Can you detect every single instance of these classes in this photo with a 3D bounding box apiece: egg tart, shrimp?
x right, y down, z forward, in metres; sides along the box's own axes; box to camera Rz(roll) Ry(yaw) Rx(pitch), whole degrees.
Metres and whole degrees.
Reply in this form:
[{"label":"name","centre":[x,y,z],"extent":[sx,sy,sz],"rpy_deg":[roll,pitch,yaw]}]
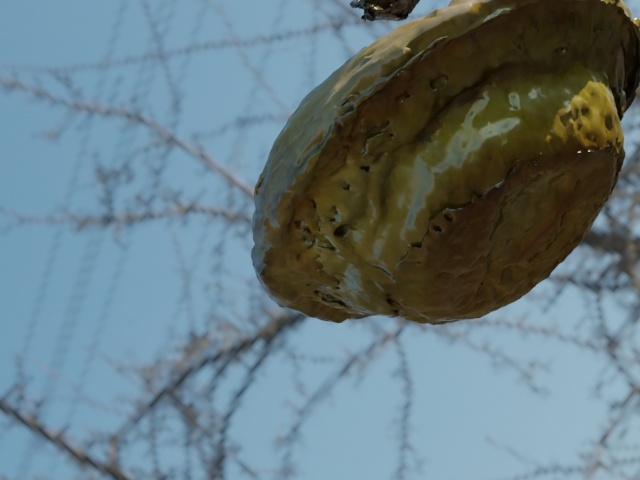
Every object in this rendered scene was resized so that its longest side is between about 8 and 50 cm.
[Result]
[{"label":"egg tart","centre":[0.143,-0.055,1.778],"extent":[0.443,0.178,0.443],"rpy_deg":[-27,-29,-16]},{"label":"shrimp","centre":[0.078,-0.272,2.074],"extent":[0.184,0.043,0.091],"rpy_deg":[-35,-22,-57]}]
